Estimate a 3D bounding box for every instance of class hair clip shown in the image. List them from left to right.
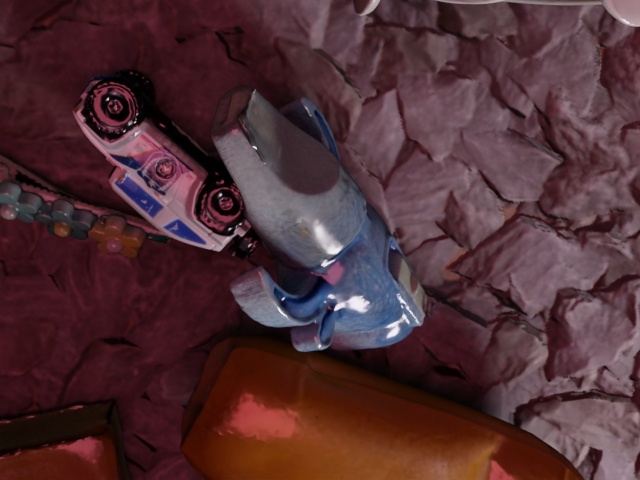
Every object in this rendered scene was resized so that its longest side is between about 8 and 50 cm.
[{"bbox_3d":[-0.201,-0.023,0.642,0.173,0.049,0.049,24,102,-12],"label":"hair clip"}]

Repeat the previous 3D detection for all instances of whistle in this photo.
[{"bbox_3d":[0.000,0.000,0.600,0.093,0.180,0.269,-12,134,27],"label":"whistle"}]

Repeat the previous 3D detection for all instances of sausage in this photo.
[{"bbox_3d":[0.065,0.183,0.679,0.354,0.116,0.134,24,88,-13],"label":"sausage"}]

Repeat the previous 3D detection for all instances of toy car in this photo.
[{"bbox_3d":[-0.109,-0.052,0.618,0.171,0.080,0.070,42,100,-14],"label":"toy car"}]

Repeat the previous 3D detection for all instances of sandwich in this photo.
[{"bbox_3d":[-0.273,0.257,0.698,0.245,0.063,0.212,-9,107,-1],"label":"sandwich"}]

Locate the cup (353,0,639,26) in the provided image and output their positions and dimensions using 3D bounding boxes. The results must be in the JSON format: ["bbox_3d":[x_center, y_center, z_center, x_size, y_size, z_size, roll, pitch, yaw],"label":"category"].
[{"bbox_3d":[0.104,-0.269,0.522,0.290,0.219,0.257,10,106,26],"label":"cup"}]
